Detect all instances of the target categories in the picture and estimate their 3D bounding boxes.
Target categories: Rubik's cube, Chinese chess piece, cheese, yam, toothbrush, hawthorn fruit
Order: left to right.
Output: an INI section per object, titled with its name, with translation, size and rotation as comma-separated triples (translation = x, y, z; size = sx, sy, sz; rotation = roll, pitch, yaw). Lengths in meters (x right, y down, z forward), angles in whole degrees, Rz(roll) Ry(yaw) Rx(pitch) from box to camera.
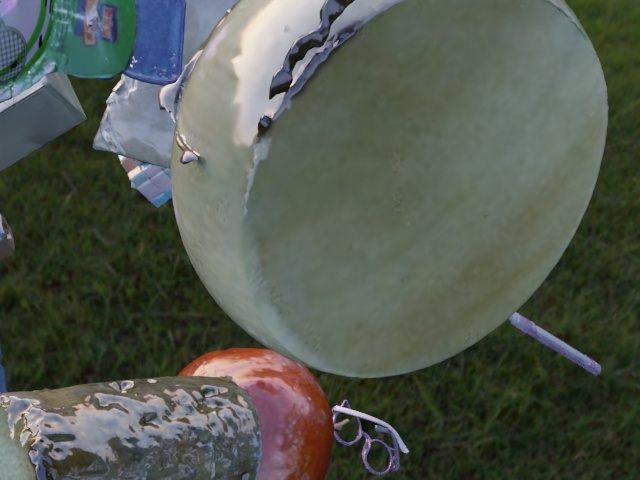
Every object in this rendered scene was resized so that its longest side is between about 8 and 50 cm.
[cheese]
translation = -0.263, -0.202, 0.942
size = 0.321, 0.083, 0.203
rotation = 7, 77, -26
[yam]
translation = -0.121, 0.141, 0.718
size = 0.194, 0.107, 0.107
rotation = 0, 50, -46
[Rubik's cube]
translation = -0.206, -0.096, 1.394
size = 0.075, 0.084, 0.073
rotation = -24, 44, -7
[hawthorn fruit]
translation = -0.069, 0.254, 1.473
size = 0.272, 0.242, 0.242
rotation = -7, 53, -44
[Chinese chess piece]
translation = 0.035, -0.044, 0.567
size = 0.238, 0.237, 0.092
rotation = -21, 38, -20
[toothbrush]
translation = 0.307, 0.133, 1.686
size = 0.354, 0.029, 0.024
rotation = 30, 36, -34

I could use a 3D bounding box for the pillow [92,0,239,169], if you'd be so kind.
[pillow]
translation = -0.134, -0.182, 1.173
size = 0.148, 0.050, 0.229
rotation = 18, 98, -13

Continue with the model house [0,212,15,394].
[model house]
translation = -0.493, 0.164, 1.221
size = 0.400, 0.445, 0.395
rotation = -19, 54, -10

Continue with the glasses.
[glasses]
translation = 0.089, 0.284, 1.651
size = 0.140, 0.104, 0.062
rotation = 45, 51, -11

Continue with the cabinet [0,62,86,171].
[cabinet]
translation = -0.562, -0.249, 2.017
size = 0.206, 0.150, 0.145
rotation = -31, 64, 4
